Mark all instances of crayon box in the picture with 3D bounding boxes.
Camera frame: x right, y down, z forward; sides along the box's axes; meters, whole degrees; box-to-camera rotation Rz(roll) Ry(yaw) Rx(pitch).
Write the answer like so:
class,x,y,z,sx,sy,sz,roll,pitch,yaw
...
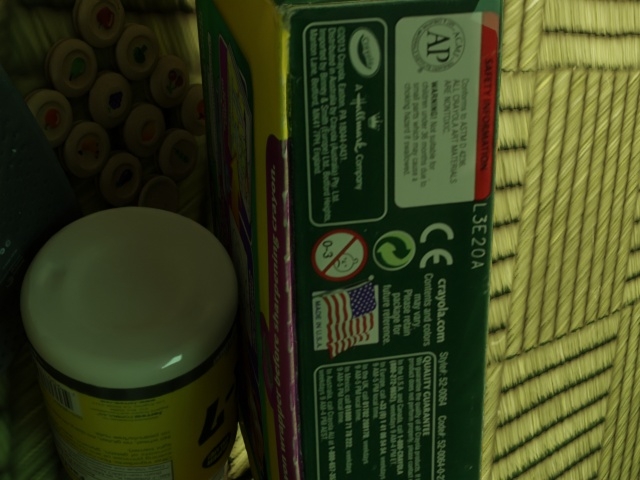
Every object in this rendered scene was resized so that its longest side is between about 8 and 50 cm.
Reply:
class,x,y,z,sx,sy,sz,roll,pitch,yaw
crayon box,0.000,0.000,0.624,0.106,0.313,0.362,-7,117,-10

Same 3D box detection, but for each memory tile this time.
class,x,y,z,sx,sy,sz,roll,pitch,yaw
memory tile,-0.127,-0.083,0.691,0.148,0.012,0.113,42,68,-50

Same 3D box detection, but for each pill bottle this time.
class,x,y,z,sx,sy,sz,roll,pitch,yaw
pill bottle,-0.108,0.089,0.640,0.119,0.119,0.208,-46,156,-33

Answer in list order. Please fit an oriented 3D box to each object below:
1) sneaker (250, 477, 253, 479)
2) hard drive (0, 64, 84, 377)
class,x,y,z,sx,sy,sz,roll,pitch,yaw
sneaker,-0.030,0.230,0.828,0.316,0.182,0.127,-4,108,-21
hard drive,-0.206,-0.003,0.518,0.172,0.054,0.254,-59,162,-21
